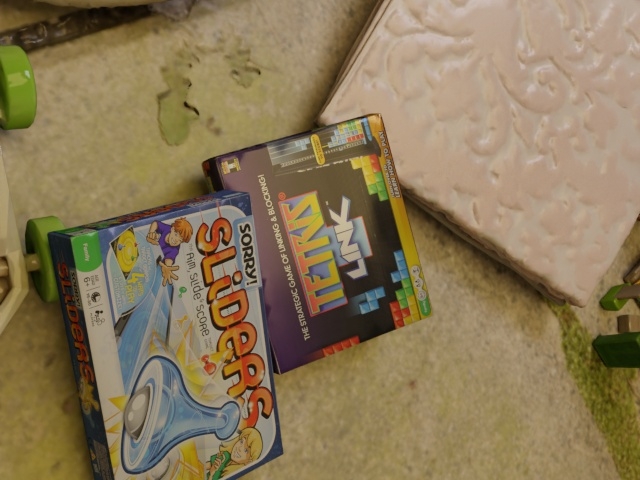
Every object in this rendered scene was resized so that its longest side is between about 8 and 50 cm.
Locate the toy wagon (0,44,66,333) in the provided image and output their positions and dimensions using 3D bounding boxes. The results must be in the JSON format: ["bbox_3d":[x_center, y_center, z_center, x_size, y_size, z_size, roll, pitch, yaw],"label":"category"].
[{"bbox_3d":[-0.304,-0.061,0.475,0.267,0.068,0.344,-11,86,-33],"label":"toy wagon"}]

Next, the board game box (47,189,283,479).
[{"bbox_3d":[-0.097,0.077,0.550,0.136,0.035,0.201,-19,108,-40],"label":"board game box"}]

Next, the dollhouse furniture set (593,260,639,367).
[{"bbox_3d":[0.351,0.071,0.853,0.152,0.059,0.076,-38,101,-31],"label":"dollhouse furniture set"}]

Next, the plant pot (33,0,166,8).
[{"bbox_3d":[-0.142,-0.373,0.501,0.334,0.334,0.305,-6,67,-32],"label":"plant pot"}]

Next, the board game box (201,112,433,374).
[{"bbox_3d":[0.000,0.000,0.634,0.141,0.048,0.170,-19,98,-23],"label":"board game box"}]

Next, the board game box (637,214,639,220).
[{"bbox_3d":[0.588,-0.188,0.871,0.356,0.356,0.356,14,74,-28],"label":"board game box"}]

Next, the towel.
[{"bbox_3d":[0.194,-0.146,0.757,0.332,0.053,0.317,34,80,-19],"label":"towel"}]
